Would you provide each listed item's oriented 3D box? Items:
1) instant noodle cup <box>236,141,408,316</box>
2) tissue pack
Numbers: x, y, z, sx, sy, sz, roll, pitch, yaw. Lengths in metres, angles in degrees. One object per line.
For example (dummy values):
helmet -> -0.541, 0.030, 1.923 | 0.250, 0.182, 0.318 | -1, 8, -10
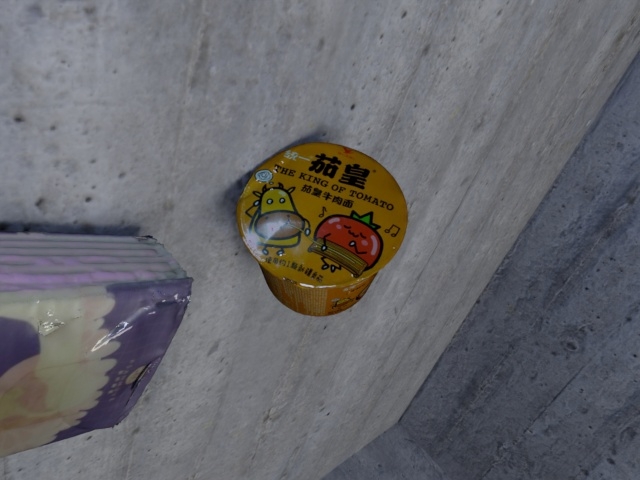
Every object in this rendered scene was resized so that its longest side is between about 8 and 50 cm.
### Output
instant noodle cup -> 0.000, 0.000, 0.780 | 0.215, 0.216, 0.172 | -36, 159, -19
tissue pack -> -0.321, 0.108, 0.544 | 0.343, 0.125, 0.242 | 3, 127, -53
